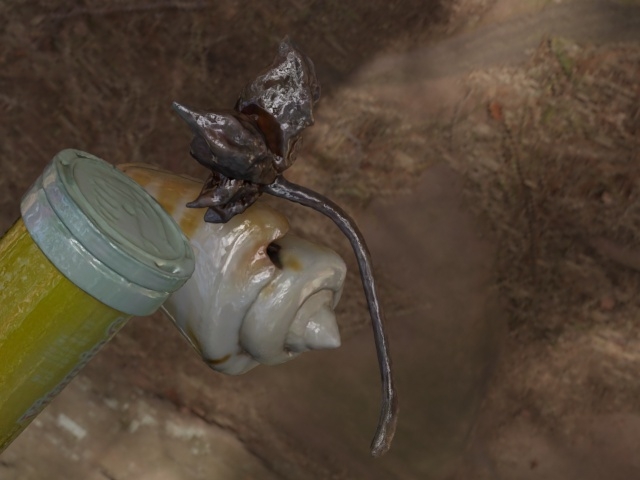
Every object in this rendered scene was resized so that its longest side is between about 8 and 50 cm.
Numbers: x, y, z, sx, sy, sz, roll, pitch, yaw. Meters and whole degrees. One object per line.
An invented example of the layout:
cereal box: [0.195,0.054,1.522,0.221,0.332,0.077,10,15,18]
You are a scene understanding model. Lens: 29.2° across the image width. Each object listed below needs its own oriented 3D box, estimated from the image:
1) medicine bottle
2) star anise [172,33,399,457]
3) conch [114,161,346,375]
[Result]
medicine bottle: [-0.151,0.062,0.518,0.074,0.074,0.218,43,104,-8]
star anise: [0.000,0.000,0.844,0.227,0.148,0.218,33,100,13]
conch: [-0.096,0.030,0.985,0.255,0.127,0.158,18,163,23]
